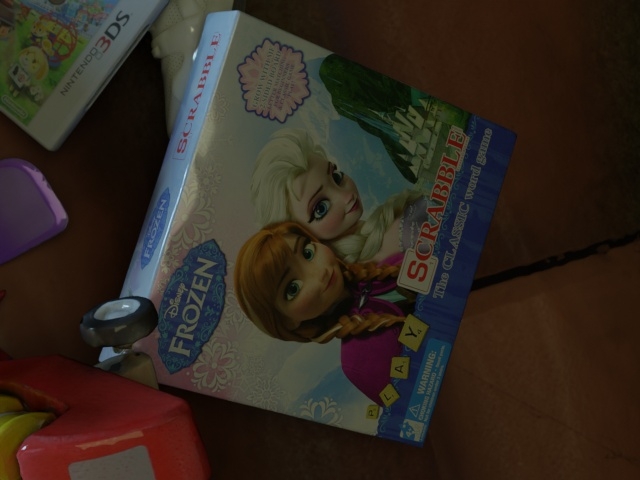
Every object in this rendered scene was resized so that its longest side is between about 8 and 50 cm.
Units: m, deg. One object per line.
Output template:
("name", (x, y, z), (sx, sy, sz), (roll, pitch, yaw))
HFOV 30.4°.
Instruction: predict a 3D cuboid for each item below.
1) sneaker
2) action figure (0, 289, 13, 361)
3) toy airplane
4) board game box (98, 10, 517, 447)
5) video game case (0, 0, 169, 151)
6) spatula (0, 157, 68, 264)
("sneaker", (-0.155, -0.230, 1.079), (0.169, 0.108, 0.292), (7, 90, 1))
("action figure", (-0.202, 0.160, 1.042), (0.139, 0.091, 0.280), (-27, 94, -1))
("toy airplane", (-0.316, 0.166, 0.872), (0.386, 0.272, 0.384), (38, 118, 1))
("board game box", (0.000, 0.000, 1.059), (0.318, 0.066, 0.318), (18, 87, -30))
("video game case", (-0.259, -0.218, 1.030), (0.212, 0.023, 0.193), (40, 100, 2))
("spatula", (-0.371, 0.025, 1.041), (0.296, 0.030, 0.084), (-31, 94, -12))
